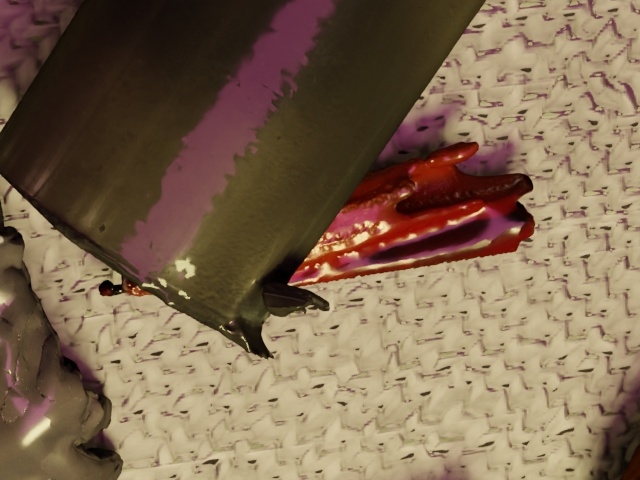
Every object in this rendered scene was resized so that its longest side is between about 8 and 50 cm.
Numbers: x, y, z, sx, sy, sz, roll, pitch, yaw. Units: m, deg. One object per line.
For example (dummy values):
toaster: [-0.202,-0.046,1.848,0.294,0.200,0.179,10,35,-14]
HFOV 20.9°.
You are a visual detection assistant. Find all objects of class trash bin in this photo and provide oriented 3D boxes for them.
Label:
trash bin: [-0.039,-0.118,1.016,0.252,0.203,0.301,34,93,18]

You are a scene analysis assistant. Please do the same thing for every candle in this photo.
candle: [0.000,0.000,1.155,0.301,0.059,0.084,-15,102,-9]

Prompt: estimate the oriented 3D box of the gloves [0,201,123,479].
gloves: [-0.209,0.098,1.117,0.142,0.119,0.285,-12,118,23]

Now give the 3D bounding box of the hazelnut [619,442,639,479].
hazelnut: [0.294,0.207,1.246,0.208,0.208,0.208,-5,109,-13]
